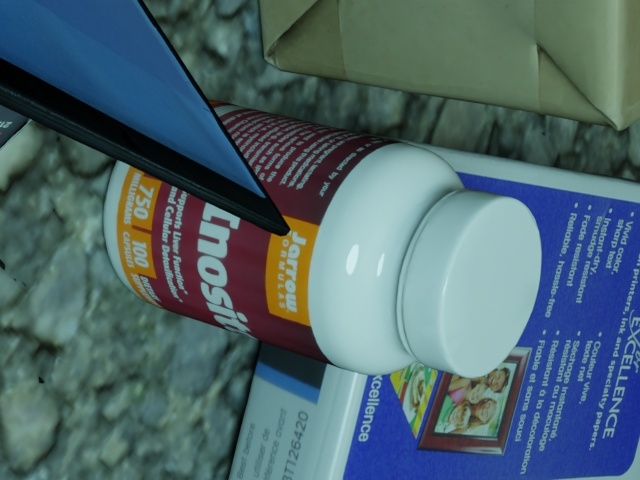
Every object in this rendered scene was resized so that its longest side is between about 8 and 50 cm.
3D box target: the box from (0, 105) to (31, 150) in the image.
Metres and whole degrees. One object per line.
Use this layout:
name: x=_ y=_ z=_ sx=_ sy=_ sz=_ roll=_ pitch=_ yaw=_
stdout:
box: x=-0.168 y=-0.073 z=0.368 sx=0.207 sy=0.036 sz=0.114 roll=-6 pitch=63 yaw=-53

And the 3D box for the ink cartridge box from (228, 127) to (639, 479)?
ink cartridge box: x=0.082 y=0.110 z=0.771 sx=0.307 sy=0.072 sz=0.303 roll=6 pitch=99 yaw=-49

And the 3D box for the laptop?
laptop: x=-0.062 y=-0.162 z=0.406 sx=0.264 sy=0.137 sz=0.234 roll=-71 pitch=160 yaw=-3

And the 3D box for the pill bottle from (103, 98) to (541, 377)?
pill bottle: x=0.000 y=0.000 z=0.579 sx=0.086 sy=0.152 sz=0.086 roll=-23 pitch=120 yaw=-48

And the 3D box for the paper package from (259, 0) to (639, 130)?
paper package: x=0.127 y=-0.237 z=0.652 sx=0.325 sy=0.168 sz=0.309 roll=-30 pitch=125 yaw=-44
